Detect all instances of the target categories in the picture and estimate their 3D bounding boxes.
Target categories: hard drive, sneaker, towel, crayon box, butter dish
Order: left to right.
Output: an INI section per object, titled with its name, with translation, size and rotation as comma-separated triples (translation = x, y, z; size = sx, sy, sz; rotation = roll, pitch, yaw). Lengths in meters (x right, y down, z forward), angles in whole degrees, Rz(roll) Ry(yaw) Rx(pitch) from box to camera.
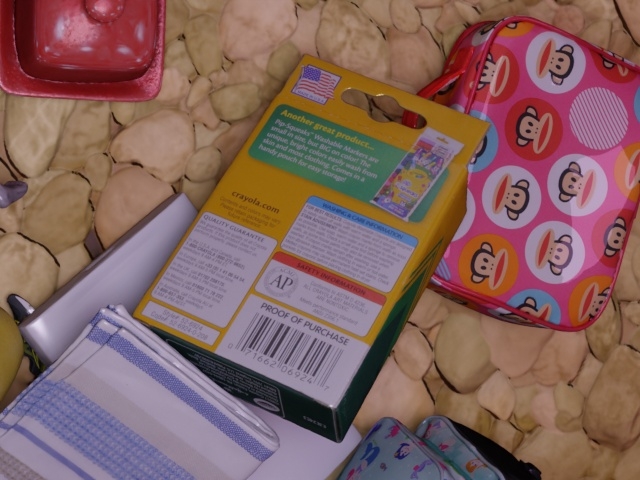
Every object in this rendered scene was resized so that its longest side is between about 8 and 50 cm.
[sneaker]
translation = -0.269, 0.088, 1.395
size = 0.035, 0.031, 0.083
rotation = -33, 104, -16
[butter dish]
translation = -0.204, -0.208, 1.358
size = 0.160, 0.118, 0.160
rotation = 1, 92, -22
[towel]
translation = -0.200, 0.202, 1.357
size = 0.209, 0.034, 0.285
rotation = 40, 112, -18
[hard drive]
translation = -0.116, 0.137, 1.435
size = 0.203, 0.040, 0.307
rotation = -43, 107, -26
[crayon box]
translation = 0.000, 0.000, 1.385
size = 0.203, 0.083, 0.323
rotation = 23, 63, 17

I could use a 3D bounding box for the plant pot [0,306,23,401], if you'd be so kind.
[plant pot]
translation = -0.319, 0.102, 1.335
size = 0.095, 0.134, 0.134
rotation = -31, 106, -48

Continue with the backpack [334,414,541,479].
[backpack]
translation = 0.095, 0.308, 1.448
size = 0.191, 0.225, 0.253
rotation = 28, 95, -21

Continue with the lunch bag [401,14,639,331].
[lunch bag]
translation = 0.193, -0.071, 1.520
size = 0.258, 0.120, 0.293
rotation = 22, 86, -20

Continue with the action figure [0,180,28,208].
[action figure]
translation = -0.345, -0.149, 1.238
size = 0.341, 0.178, 0.330
rotation = -14, 121, 3
